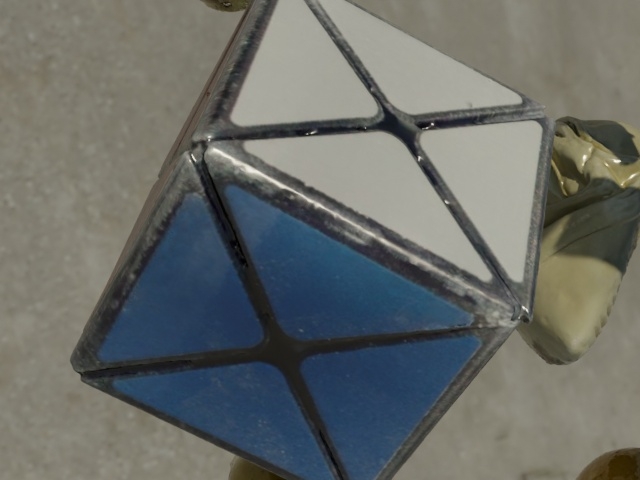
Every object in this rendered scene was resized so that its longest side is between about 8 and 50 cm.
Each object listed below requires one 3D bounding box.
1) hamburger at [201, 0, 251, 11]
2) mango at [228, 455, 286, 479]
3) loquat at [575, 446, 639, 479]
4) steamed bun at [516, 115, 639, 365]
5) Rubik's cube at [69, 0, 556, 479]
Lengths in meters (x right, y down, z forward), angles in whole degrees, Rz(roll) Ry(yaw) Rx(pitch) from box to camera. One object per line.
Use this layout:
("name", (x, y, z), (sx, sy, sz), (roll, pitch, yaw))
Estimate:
("hamburger", (-0.122, -0.465, 2.055), (0.195, 0.277, 0.318), (41, 3, -35))
("mango", (-0.034, 0.213, 1.309), (0.161, 0.103, 0.076), (-152, -104, -71))
("loquat", (0.431, 0.372, 2.015), (0.208, 0.208, 0.208), (-19, 90, -76))
("steamed bun", (0.322, -0.018, 2.071), (0.310, 0.219, 0.324), (-41, 153, -71))
("Rubik's cube", (0.000, 0.000, 1.114), (0.260, 0.259, 0.255), (29, 40, -9))
